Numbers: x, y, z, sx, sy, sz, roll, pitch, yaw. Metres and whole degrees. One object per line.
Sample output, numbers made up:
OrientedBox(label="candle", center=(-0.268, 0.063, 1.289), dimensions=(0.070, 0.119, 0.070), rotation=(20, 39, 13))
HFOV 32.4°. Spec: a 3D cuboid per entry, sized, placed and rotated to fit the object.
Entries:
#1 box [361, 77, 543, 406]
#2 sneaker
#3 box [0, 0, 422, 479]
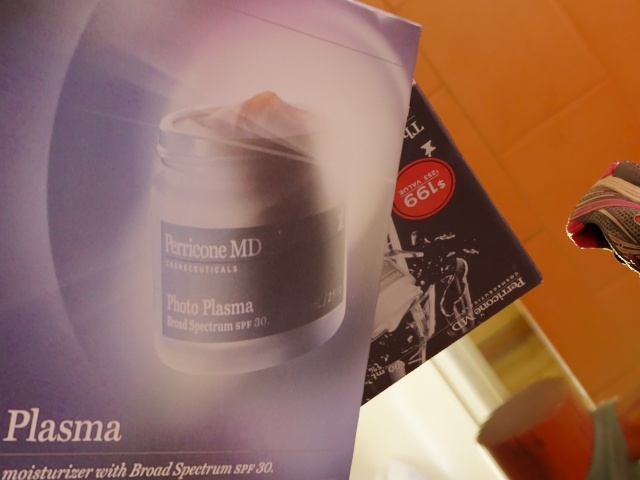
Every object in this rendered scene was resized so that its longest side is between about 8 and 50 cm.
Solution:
OrientedBox(label="box", center=(0.000, 0.000, 1.141), dimensions=(0.343, 0.312, 0.179), rotation=(-36, 40, 6))
OrientedBox(label="sneaker", center=(0.423, 0.009, 1.304), dimensions=(0.112, 0.121, 0.299), rotation=(-45, 34, -8))
OrientedBox(label="box", center=(-0.123, -0.008, 0.581), dimensions=(0.296, 0.294, 0.182), rotation=(8, 0, -43))
